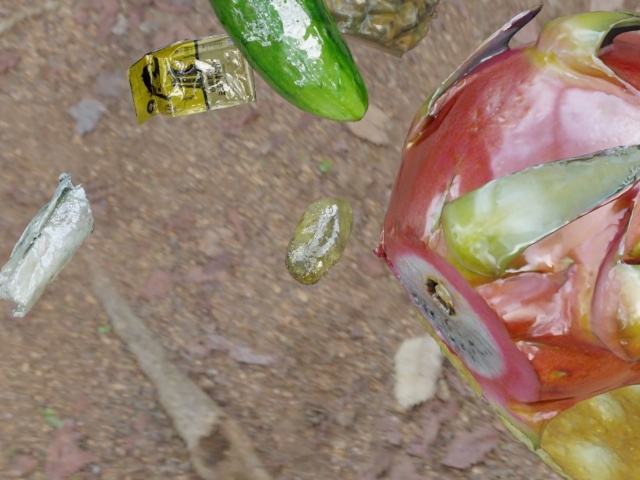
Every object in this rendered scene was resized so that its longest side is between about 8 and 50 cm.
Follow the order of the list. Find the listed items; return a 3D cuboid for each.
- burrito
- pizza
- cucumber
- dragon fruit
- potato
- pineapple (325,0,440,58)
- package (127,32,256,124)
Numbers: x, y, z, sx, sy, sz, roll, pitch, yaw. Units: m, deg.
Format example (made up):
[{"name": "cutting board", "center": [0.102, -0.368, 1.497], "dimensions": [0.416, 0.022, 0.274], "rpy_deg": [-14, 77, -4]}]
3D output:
[{"name": "burrito", "center": [-0.253, 0.005, 1.389], "dimensions": [0.055, 0.041, 0.149], "rpy_deg": [34, 57, -9]}, {"name": "pizza", "center": [0.173, 0.090, 1.106], "dimensions": [0.268, 0.258, 0.087], "rpy_deg": [21, 50, 22]}, {"name": "cucumber", "center": [-0.049, -0.159, 0.727], "dimensions": [0.056, 0.056, 0.250], "rpy_deg": [-27, 107, 8]}, {"name": "dragon fruit", "center": [0.149, -0.019, 0.804], "dimensions": [0.227, 0.224, 0.224], "rpy_deg": [-44, 72, -7]}, {"name": "potato", "center": [0.000, 0.000, 1.253], "dimensions": [0.051, 0.040, 0.083], "rpy_deg": [11, 63, 35]}, {"name": "pineapple", "center": [0.057, -0.262, 1.085], "dimensions": [0.128, 0.128, 0.248], "rpy_deg": [23, 96, 18]}, {"name": "package", "center": [-0.132, -0.168, 1.544], "dimensions": [0.131, 0.071, 0.047], "rpy_deg": [-13, 33, -3]}]
